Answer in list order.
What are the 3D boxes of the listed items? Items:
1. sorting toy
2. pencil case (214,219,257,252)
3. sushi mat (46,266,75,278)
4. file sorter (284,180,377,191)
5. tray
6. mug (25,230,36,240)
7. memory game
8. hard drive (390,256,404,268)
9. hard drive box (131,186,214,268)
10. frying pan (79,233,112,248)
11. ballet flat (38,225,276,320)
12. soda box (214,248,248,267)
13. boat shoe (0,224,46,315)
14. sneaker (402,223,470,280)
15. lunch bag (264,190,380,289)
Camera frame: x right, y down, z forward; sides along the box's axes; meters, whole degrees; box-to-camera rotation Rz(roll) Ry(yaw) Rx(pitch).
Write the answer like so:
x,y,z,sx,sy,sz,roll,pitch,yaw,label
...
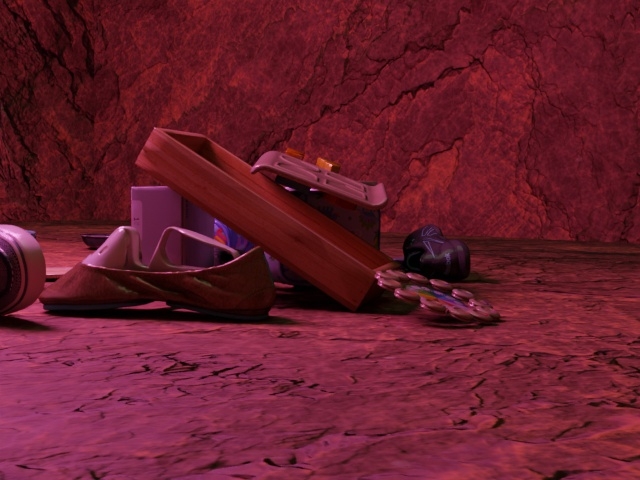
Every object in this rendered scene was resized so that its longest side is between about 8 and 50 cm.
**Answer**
x,y,z,sx,sy,sz,roll,pitch,yaw,label
0.000,-0.108,1.659,0.229,0.041,0.307,16,11,-2,sorting toy
-0.187,0.000,2.064,0.119,0.133,0.306,29,14,18,pencil case
-0.479,0.061,1.790,0.316,0.019,0.151,0,5,-15,sushi mat
0.010,-0.022,1.928,0.173,0.193,0.278,-1,3,16,file sorter
-0.077,-0.037,1.500,0.411,0.076,0.203,33,11,11,tray
-0.558,0.034,1.581,0.158,0.097,0.129,-1,5,-24,mug
0.164,0.077,1.329,0.186,0.012,0.186,18,11,-3,memory game
0.218,0.051,2.136,0.094,0.022,0.135,4,5,34,hard drive
-0.251,-0.005,1.635,0.089,0.181,0.232,1,3,6,hard drive box
-0.536,-0.005,2.614,0.197,0.053,0.326,2,2,13,frying pan
-0.228,0.042,1.318,0.342,0.124,0.116,2,3,13,ballet flat
-0.156,0.049,1.744,0.053,0.060,0.169,-2,5,-26,soda box
-0.525,0.053,1.256,0.340,0.127,0.158,-6,5,38,boat shoe
0.212,0.023,1.936,0.106,0.101,0.267,-4,7,-15,sneaker
0.000,0.000,1.688,0.219,0.176,0.090,1,-1,-32,lunch bag
